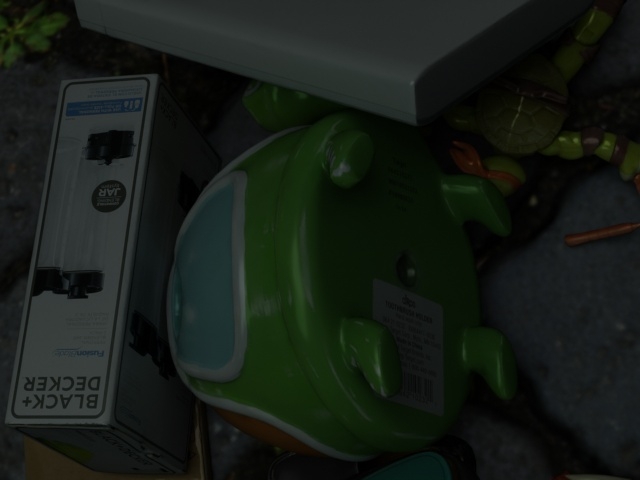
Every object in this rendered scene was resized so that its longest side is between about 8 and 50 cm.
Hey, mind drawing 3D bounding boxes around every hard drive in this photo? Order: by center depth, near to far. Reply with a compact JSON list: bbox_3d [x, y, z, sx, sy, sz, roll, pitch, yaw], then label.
[{"bbox_3d":[0.006,-0.195,1.055,0.353,0.047,0.233,20,42,37],"label":"hard drive"}]

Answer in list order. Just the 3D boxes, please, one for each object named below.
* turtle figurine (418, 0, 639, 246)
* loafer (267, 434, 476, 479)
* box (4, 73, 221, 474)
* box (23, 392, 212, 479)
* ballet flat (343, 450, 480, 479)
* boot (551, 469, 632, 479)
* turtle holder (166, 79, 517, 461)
[{"bbox_3d":[0.158,-0.125,1.087,0.270,0.087,0.217,15,79,19],"label":"turtle figurine"},{"bbox_3d":[0.035,0.178,1.048,0.170,0.061,0.062,-10,73,13],"label":"loafer"},{"bbox_3d":[-0.159,0.031,1.071,0.087,0.169,0.289,-2,69,15],"label":"box"},{"bbox_3d":[-0.170,0.221,1.113,0.164,0.021,0.201,-11,72,12],"label":"box"},{"bbox_3d":[0.002,0.237,1.009,0.280,0.096,0.095,-18,51,24],"label":"ballet flat"},{"bbox_3d":[0.168,0.219,1.010,0.158,0.059,0.084,-4,61,14],"label":"boot"},{"bbox_3d":[-0.009,0.010,1.009,0.227,0.243,0.320,-16,94,37],"label":"turtle holder"}]
